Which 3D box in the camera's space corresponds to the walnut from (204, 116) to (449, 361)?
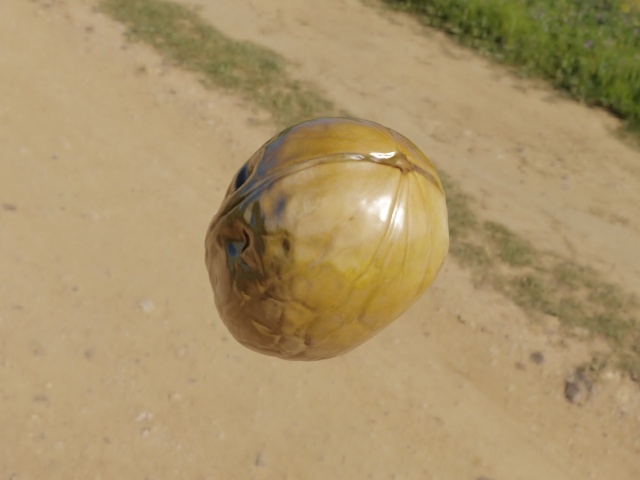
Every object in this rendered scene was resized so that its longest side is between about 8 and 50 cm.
[{"bbox_3d":[0.000,0.000,0.797,0.167,0.207,0.167,23,49,-28],"label":"walnut"}]
